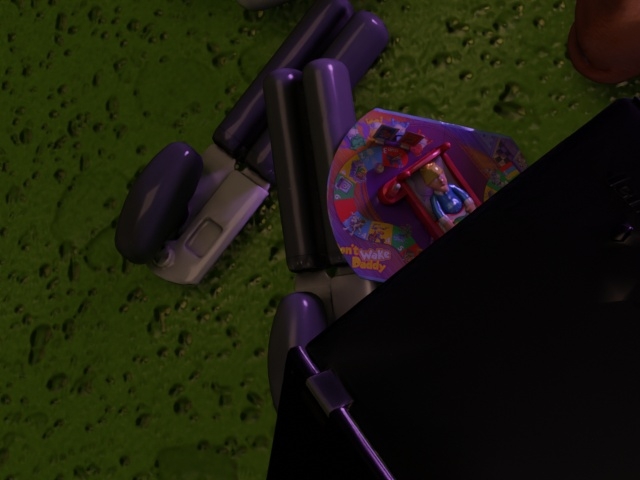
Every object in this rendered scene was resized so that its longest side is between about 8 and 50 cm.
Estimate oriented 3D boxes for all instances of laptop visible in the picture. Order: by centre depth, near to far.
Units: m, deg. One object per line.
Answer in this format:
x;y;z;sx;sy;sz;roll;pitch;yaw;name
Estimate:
0.162;0.201;0.856;0.236;0.408;0.382;-16;49;-26;laptop

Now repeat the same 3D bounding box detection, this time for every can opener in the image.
0.000;0.000;1.057;0.074;0.093;0.280;-9;83;29;can opener
-0.059;-0.088;1.126;0.076;0.095;0.283;36;87;26;can opener

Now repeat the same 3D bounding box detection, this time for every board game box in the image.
0.090;-0.030;1.037;0.169;0.033;0.133;11;77;-12;board game box

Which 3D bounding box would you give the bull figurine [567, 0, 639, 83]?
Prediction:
0.327;-0.218;1.028;0.310;0.101;0.188;-15;64;13;bull figurine

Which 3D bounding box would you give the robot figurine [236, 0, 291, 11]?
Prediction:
-0.045;-0.348;1.142;0.354;0.200;0.299;-13;89;23;robot figurine
